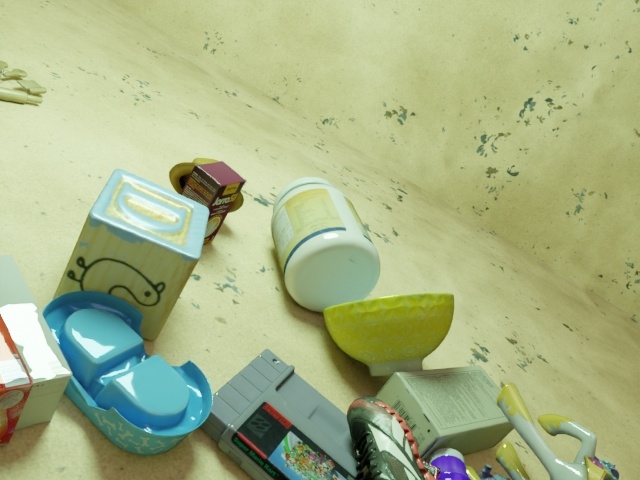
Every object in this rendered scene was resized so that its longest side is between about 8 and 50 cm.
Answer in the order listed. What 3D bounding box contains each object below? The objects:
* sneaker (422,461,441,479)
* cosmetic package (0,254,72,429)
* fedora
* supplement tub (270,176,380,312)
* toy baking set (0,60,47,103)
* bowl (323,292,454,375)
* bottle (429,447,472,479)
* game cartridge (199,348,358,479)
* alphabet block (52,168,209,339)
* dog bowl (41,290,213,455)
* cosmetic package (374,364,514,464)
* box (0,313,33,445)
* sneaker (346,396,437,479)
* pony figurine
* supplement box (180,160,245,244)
[{"bbox_3d":[0.173,0.391,0.936,0.119,0.057,0.047,56,-7,48],"label":"sneaker"},{"bbox_3d":[-0.434,0.135,0.777,0.060,0.099,0.239,-4,43,-49],"label":"cosmetic package"},{"bbox_3d":[-0.275,-0.147,1.382,0.194,0.194,0.079,26,55,-16],"label":"fedora"},{"bbox_3d":[0.000,0.000,1.387,0.228,0.228,0.316,20,28,-27],"label":"supplement tub"},{"bbox_3d":[-0.831,-0.408,1.393,0.197,0.030,0.256,43,26,27],"label":"toy baking set"},{"bbox_3d":[0.157,0.212,1.216,0.289,0.289,0.156,6,72,-45],"label":"bowl"},{"bbox_3d":[0.217,0.468,0.911,0.092,0.118,0.283,61,19,-17],"label":"bottle"},{"bbox_3d":[-0.016,0.348,0.932,0.355,0.068,0.230,38,21,10],"label":"game cartridge"},{"bbox_3d":[-0.329,0.023,0.989,0.192,0.197,0.193,24,25,-16],"label":"alphabet block"},{"bbox_3d":[-0.302,0.200,0.842,0.297,0.074,0.166,39,25,13],"label":"dog bowl"},{"bbox_3d":[0.270,0.364,1.178,0.309,0.113,0.160,10,33,-42],"label":"cosmetic package"},{"bbox_3d":[-0.479,0.135,0.689,0.128,0.123,0.257,-1,41,-52],"label":"box"},{"bbox_3d":[0.099,0.357,0.868,0.135,0.098,0.276,7,32,-34],"label":"sneaker"},{"bbox_3d":[0.400,0.473,0.927,0.302,0.351,0.363,21,8,-33],"label":"pony figurine"},{"bbox_3d":[-0.264,-0.080,1.264,0.081,0.188,0.104,40,25,13],"label":"supplement box"}]
